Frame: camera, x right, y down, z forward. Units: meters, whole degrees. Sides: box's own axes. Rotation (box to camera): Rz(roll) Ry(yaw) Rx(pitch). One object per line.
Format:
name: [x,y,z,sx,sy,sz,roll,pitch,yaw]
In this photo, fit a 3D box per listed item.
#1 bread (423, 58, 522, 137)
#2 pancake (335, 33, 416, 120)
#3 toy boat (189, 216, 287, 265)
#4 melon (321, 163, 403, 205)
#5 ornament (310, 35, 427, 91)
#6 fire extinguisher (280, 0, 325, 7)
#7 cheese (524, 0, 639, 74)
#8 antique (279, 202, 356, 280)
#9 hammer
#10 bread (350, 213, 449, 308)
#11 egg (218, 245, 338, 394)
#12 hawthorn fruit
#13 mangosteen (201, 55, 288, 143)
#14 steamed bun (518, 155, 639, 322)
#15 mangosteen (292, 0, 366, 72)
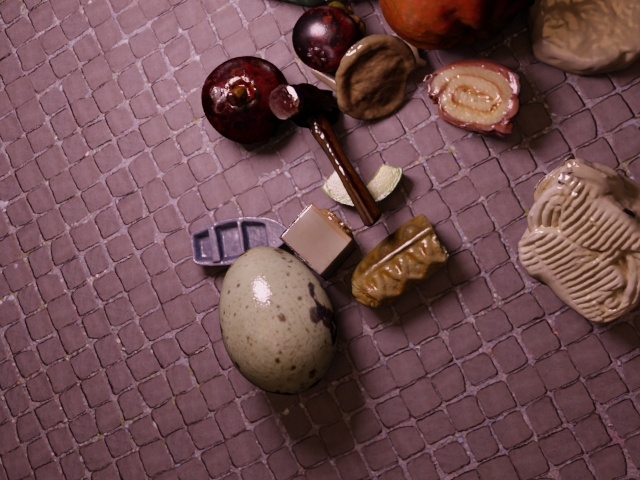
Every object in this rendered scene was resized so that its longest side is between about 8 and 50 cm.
bread: [0.381,-0.364,1.674,0.244,0.123,0.190,19,89,13]
pancake: [0.139,-0.406,1.695,0.236,0.223,0.042,-55,38,30]
toy boat: [-0.212,-0.001,1.814,0.283,0.078,0.127,-9,84,12]
melon: [0.110,-0.145,1.757,0.210,0.064,0.118,8,90,16]
ornament: [0.135,-0.464,1.767,0.245,0.061,0.230,38,94,15]
fire extinguisher: [-0.061,-0.670,1.745,0.311,0.095,0.114,30,74,41]
cheese: [0.661,-0.553,1.625,0.326,0.115,0.318,34,95,11]
antique: [0.000,0.000,1.726,0.152,0.146,0.148,43,89,12]
hammer: [0.045,-0.216,1.670,0.095,0.242,0.408,-36,77,23]
bread: [0.192,0.062,1.693,0.268,0.130,0.152,-37,43,9]
egg: [-0.111,0.198,1.675,0.288,0.287,0.379,-30,72,10]
hawthorn fruit: [0.307,-0.656,1.557,0.403,0.403,0.402,-1,87,13]
mangosteen: [-0.198,-0.370,1.735,0.236,0.261,0.235,0,94,3]
steamed bun: [0.643,-0.028,1.538,0.347,0.237,0.394,-1,118,35]
mangosteen: [0.026,-0.523,1.700,0.200,0.200,0.199,-1,87,13]
